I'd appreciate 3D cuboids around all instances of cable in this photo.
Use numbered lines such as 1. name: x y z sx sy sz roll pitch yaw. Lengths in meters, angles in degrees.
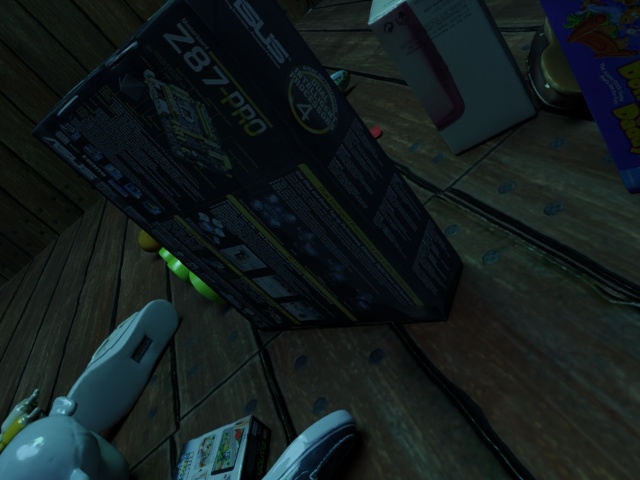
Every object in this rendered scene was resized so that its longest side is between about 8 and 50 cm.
1. cable: -0.620 0.410 0.961 0.287 0.072 0.139 -50 23 -14

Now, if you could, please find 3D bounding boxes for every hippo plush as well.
1. hippo plush: -0.382 0.296 0.625 0.236 0.294 0.234 -40 48 -13

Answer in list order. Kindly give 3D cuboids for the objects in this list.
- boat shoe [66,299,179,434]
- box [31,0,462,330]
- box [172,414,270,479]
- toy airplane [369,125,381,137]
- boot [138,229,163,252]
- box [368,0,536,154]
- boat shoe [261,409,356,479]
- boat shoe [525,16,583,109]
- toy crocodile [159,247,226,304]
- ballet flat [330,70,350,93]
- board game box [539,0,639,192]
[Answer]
1. boat shoe: -0.346 0.211 0.871 0.088 0.096 0.267 -23 32 39
2. box: -0.080 -0.047 0.569 0.318 0.395 0.097 -12 40 44
3. box: -0.117 0.291 0.520 0.114 0.036 0.207 -29 30 24
4. toy airplane: 0.052 -0.195 1.006 0.151 0.028 0.151 -32 29 21
5. boot: -0.366 -0.054 1.154 0.295 0.104 0.211 -24 -11 22
6. box: 0.184 -0.266 0.716 0.126 0.232 0.149 -26 31 29
7. boat shoe: -0.016 0.240 0.449 0.183 0.065 0.083 -40 52 -22
8. boat shoe: 0.314 -0.227 0.684 0.073 0.073 0.207 112 -177 -47
9. toy crocodile: -0.228 0.028 0.987 0.115 0.105 0.340 -47 23 -9
10. ballet flat: 0.002 -0.339 1.256 0.188 0.070 0.070 -33 29 20
11. board game box: 0.335 -0.254 0.505 0.078 0.233 0.347 -7 44 48
